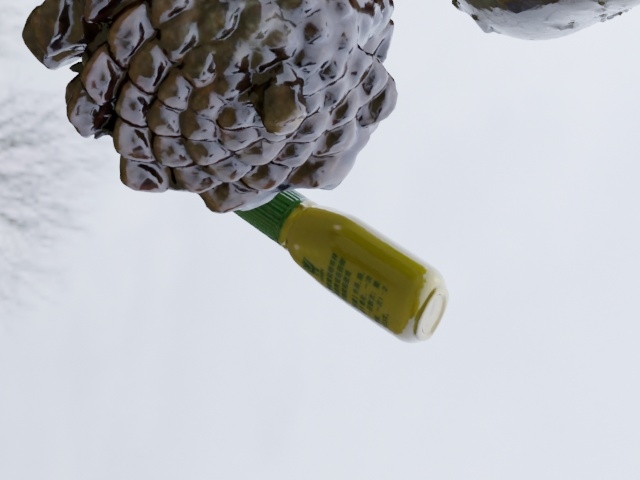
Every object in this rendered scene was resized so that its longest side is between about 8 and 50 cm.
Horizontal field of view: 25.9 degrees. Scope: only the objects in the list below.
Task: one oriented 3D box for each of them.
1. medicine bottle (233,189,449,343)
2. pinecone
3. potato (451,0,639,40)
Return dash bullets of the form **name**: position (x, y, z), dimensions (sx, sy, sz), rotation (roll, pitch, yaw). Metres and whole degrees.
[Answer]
- **medicine bottle**: position (0.000, 0.000, 1.269), dimensions (0.260, 0.064, 0.095), rotation (33, -31, 24)
- **pinecone**: position (-0.076, -0.186, 0.982), dimensions (0.242, 0.298, 0.295), rotation (-14, -122, 27)
- **potato**: position (0.197, -0.267, 1.140), dimensions (0.173, 0.210, 0.307), rotation (-61, -170, -19)
